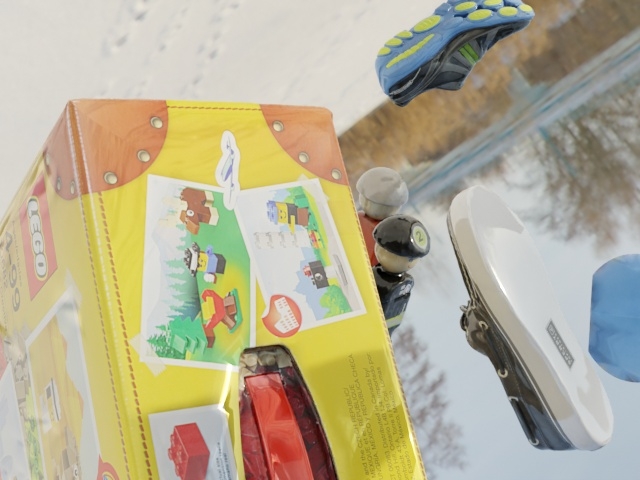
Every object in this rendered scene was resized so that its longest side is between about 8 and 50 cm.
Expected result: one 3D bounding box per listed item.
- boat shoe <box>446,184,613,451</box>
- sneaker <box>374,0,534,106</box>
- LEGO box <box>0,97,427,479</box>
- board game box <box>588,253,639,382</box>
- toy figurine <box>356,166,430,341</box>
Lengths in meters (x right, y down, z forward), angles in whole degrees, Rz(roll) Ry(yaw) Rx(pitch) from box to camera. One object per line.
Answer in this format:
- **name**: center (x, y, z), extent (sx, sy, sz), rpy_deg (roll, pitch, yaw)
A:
- **boat shoe**: center (0.148, 0.069, 0.769), extent (0.076, 0.229, 0.080), rpy_deg (-24, -167, 39)
- **sneaker**: center (0.141, -0.204, 1.033), extent (0.188, 0.067, 0.078), rpy_deg (-31, 140, -12)
- **LEGO box**: center (-0.098, 0.211, 0.686), extent (0.193, 0.500, 0.372), rpy_deg (-3, 160, -32)
- **board game box**: center (0.410, 0.102, 1.293), extent (0.133, 0.169, 0.033), rpy_deg (6, 173, -13)
- **toy figurine**: center (0.000, 0.000, 1.035), extent (0.213, 0.209, 0.148), rpy_deg (-95, -161, -63)
